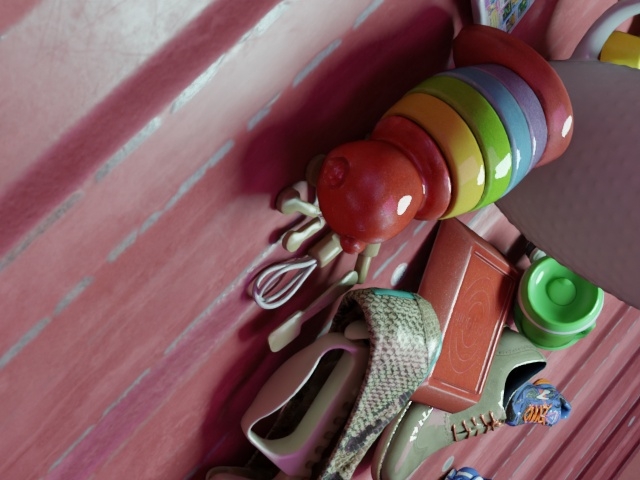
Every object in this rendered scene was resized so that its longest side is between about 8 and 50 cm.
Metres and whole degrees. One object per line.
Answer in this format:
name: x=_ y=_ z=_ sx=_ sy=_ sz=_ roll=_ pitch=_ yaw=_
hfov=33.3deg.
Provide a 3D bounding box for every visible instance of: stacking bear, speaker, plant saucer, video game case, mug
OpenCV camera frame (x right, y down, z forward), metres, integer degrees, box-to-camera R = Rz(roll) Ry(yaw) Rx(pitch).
stacking bear: x=0.117 y=-0.092 z=1.145 sx=0.289 sy=0.164 sz=0.175 roll=-31 pitch=126 yaw=-28
speaker: x=0.371 y=0.101 z=1.688 sx=0.131 sy=0.131 sz=0.296 roll=-54 pitch=167 yaw=-5
plant saucer: x=0.204 y=0.117 z=1.530 sx=0.258 sy=0.048 sz=0.259 roll=29 pitch=79 yaw=-58
video game case: x=0.224 y=-0.296 z=1.238 sx=0.143 sy=0.019 sz=0.157 roll=-53 pitch=161 yaw=-7
mug: x=0.394 y=-0.130 z=1.362 sx=0.276 sy=0.328 sz=0.374 roll=-6 pitch=123 yaw=-54

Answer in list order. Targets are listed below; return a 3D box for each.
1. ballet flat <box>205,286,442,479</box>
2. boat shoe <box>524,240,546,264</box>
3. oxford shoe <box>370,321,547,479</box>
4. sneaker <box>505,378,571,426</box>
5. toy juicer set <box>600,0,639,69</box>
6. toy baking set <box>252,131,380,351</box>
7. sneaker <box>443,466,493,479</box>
ballet flat: x=-0.033 y=0.258 z=1.302 sx=0.182 sy=0.164 sz=0.482 roll=19 pitch=105 yaw=-39
boat shoe: x=0.424 y=-0.039 z=1.735 sx=0.254 sy=0.079 sz=0.095 roll=-28 pitch=155 yaw=-18
oxford shoe: x=0.219 y=0.263 z=1.678 sx=0.348 sy=0.130 sz=0.123 roll=-45 pitch=148 yaw=-20
sneaker: x=0.424 y=0.322 z=2.079 sx=0.221 sy=0.087 sz=0.083 roll=-7 pitch=123 yaw=-53
toy juicer set: x=0.542 y=-0.336 z=1.636 sx=0.329 sy=0.089 sz=0.209 roll=0 pitch=106 yaw=-46
toy baking set: x=0.005 y=-0.002 z=1.220 sx=0.197 sy=0.030 sz=0.256 roll=-9 pitch=120 yaw=-45
sneaker: x=0.236 y=0.473 z=1.960 sx=0.296 sy=0.112 sz=0.131 roll=29 pitch=76 yaw=-62
